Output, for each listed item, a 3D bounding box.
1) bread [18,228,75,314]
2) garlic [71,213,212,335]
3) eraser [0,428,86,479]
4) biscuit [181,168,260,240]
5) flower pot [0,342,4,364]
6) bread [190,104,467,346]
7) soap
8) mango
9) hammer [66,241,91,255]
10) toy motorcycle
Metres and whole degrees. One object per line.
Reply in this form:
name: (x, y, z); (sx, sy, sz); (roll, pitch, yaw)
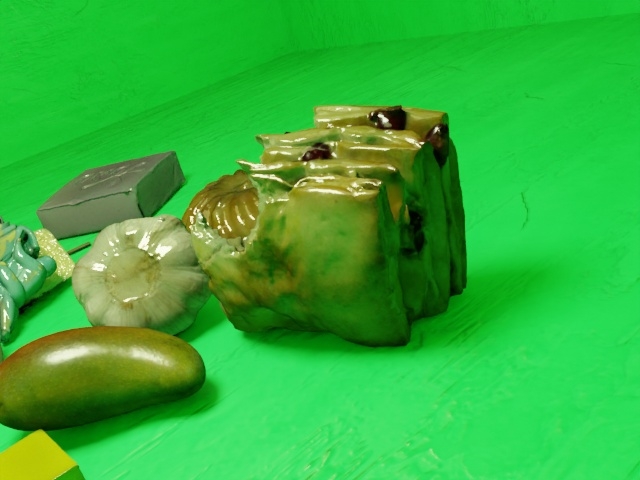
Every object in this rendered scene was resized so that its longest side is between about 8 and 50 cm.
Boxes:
bread: (-0.650, 0.088, 1.397); (0.266, 0.142, 0.178); (-33, 12, -38)
garlic: (-0.274, 0.069, 1.117); (0.218, 0.218, 0.212); (-19, -12, -5)
eraser: (-0.340, 0.283, 0.800); (0.097, 0.045, 0.122); (-32, 28, -35)
biscuit: (-0.146, -0.079, 1.440); (0.325, 0.107, 0.326); (-16, 25, 8)
flower pot: (-0.640, 0.189, 1.066); (0.202, 0.212, 0.212); (-31, 23, 0)
bread: (0.000, 0.000, 0.902); (0.370, 0.314, 0.191); (-5, 34, 16)
soap: (-0.542, -0.119, 1.800); (0.296, 0.107, 0.285); (-11, 25, 15)
mango: (-0.295, 0.178, 0.909); (0.289, 0.129, 0.146); (-6, -8, -4)
hammer: (-0.615, 0.044, 1.582); (0.182, 0.017, 0.062); (-29, 26, -28)
toy motorcycle: (-0.614, 0.065, 1.307); (0.198, 0.109, 0.296); (13, 46, -19)
